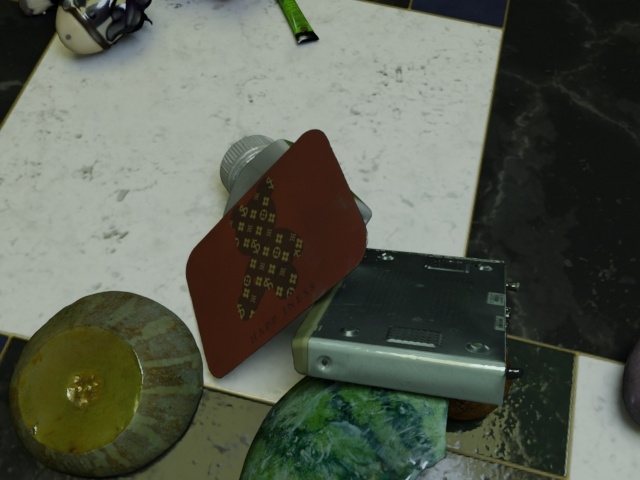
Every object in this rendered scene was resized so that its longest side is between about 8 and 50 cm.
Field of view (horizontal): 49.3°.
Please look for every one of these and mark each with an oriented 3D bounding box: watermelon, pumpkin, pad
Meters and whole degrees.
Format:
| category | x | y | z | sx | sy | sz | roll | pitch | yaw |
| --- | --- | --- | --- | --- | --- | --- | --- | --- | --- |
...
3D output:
| category | x | y | z | sx | sy | sz | roll | pitch | yaw |
| --- | --- | --- | --- | --- | --- | --- | --- | --- | --- |
| watermelon | 0.032 | 0.219 | 0.666 | 0.224 | 0.180 | 0.305 | 9 | 70 | 51 |
| pumpkin | -0.239 | 0.142 | 0.749 | 0.217 | 0.110 | 0.217 | 1 | 67 | -3 |
| pad | -0.061 | 0.017 | 0.758 | 0.004 | 0.267 | 0.181 | 16 | 42 | -44 |

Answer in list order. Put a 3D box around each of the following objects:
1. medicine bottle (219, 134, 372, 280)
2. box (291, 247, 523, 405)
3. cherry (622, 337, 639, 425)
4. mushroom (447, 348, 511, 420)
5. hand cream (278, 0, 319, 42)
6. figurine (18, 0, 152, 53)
| category | x | y | z | sx | sy | sz | roll | pitch | yaw |
| --- | --- | --- | --- | --- | --- | --- | --- | --- | --- |
| medicine bottle | -0.044 | -0.045 | 0.829 | 0.132 | 0.088 | 0.188 | -53 | 47 | 14 |
| box | 0.102 | 0.072 | 0.721 | 0.211 | 0.045 | 0.270 | 6 | 19 | 14 |
| cherry | 0.423 | 0.166 | 0.765 | 0.188 | 0.115 | 0.148 | 17 | 23 | -1 |
| mushroom | 0.152 | 0.140 | 0.783 | 0.127 | 0.087 | 0.127 | -9 | 63 | 19 |
| hand cream | -0.041 | -0.347 | 1.061 | 0.036 | 0.023 | 0.122 | -15 | 64 | -23 |
| figurine | -0.267 | -0.441 | 1.007 | 0.412 | 0.241 | 0.306 | -35 | 59 | -8 |
